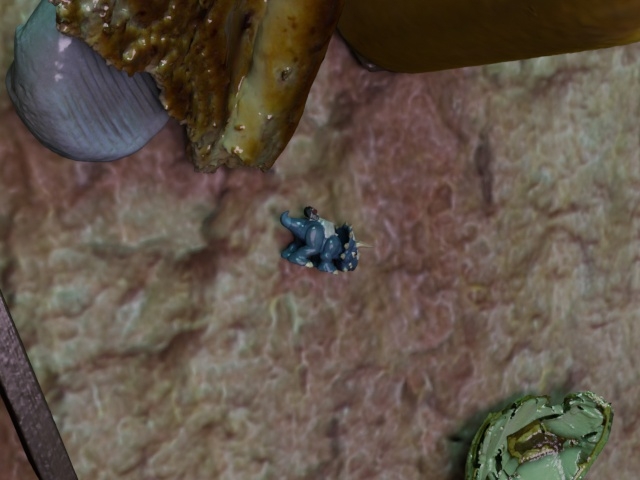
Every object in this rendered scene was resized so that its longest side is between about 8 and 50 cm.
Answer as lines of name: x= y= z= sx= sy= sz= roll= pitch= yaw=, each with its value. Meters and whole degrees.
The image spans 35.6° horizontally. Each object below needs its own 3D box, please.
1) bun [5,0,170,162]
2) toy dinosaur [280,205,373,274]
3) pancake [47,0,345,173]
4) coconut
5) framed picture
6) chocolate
bun: x=-0.151 y=-0.124 z=0.669 sx=0.141 sy=0.083 sz=0.140 roll=-38 pitch=149 yaw=-28
toy dinosaur: x=0.000 y=0.000 z=0.804 sx=0.083 sy=0.030 sz=0.047 roll=18 pitch=93 yaw=-28
pancake: x=-0.070 y=-0.134 z=0.636 sx=0.244 sy=0.057 sz=0.266 roll=-18 pitch=138 yaw=-49
coconut: x=0.193 y=0.205 z=0.927 sx=0.158 sy=0.055 sz=0.133 roll=-3 pitch=104 yaw=-23
framed picture: x=-0.206 y=0.093 z=0.673 sx=0.023 sy=0.128 sz=0.168 roll=-23 pitch=110 yaw=-21
chocolate: x=0.159 y=-0.185 z=0.608 sx=0.162 sy=0.445 sz=0.162 roll=-3 pitch=98 yaw=-24
